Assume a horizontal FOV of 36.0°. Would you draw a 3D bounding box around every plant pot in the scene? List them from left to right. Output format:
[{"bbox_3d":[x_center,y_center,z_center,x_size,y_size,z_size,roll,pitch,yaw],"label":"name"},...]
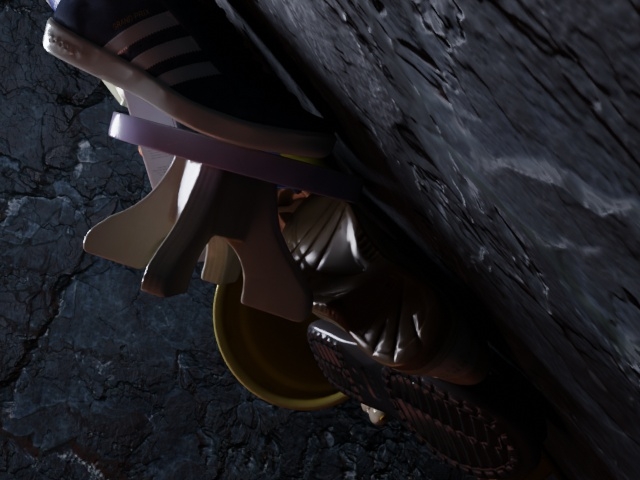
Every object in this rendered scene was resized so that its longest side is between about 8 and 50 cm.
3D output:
[{"bbox_3d":[0.002,0.102,1.420,0.254,0.254,0.239,52,-169,10],"label":"plant pot"}]

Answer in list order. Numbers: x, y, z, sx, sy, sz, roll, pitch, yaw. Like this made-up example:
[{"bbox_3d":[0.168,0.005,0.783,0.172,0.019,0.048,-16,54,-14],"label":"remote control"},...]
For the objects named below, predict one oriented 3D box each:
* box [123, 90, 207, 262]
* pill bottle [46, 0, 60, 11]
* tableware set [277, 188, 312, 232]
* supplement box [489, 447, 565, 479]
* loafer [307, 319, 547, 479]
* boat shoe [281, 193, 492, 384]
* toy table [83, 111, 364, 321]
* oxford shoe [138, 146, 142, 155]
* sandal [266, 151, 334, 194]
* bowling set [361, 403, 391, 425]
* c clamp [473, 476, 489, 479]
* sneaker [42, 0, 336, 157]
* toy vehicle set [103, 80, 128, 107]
[{"bbox_3d":[-0.194,-0.162,1.293,0.232,0.058,0.322,-95,-5,-57],"label":"box"},{"bbox_3d":[-0.346,-0.394,1.523,0.264,0.153,0.153,50,176,35],"label":"pill bottle"},{"bbox_3d":[0.000,0.000,1.251,0.194,0.128,0.039,51,-142,11],"label":"tableware set"},{"bbox_3d":[0.230,0.260,1.249,0.233,0.080,0.078,56,173,-15],"label":"supplement box"},{"bbox_3d":[0.126,0.140,1.116,0.366,0.130,0.134,25,142,51],"label":"loafer"},{"bbox_3d":[0.057,0.054,1.066,0.110,0.121,0.341,30,-170,-35],"label":"boat shoe"},{"bbox_3d":[-0.108,-0.026,1.034,0.274,0.161,0.252,18,-175,22],"label":"toy table"},{"bbox_3d":[-0.212,-0.178,1.779,0.271,0.097,0.098,9,139,19],"label":"oxford shoe"},{"bbox_3d":[-0.106,-0.129,1.244,0.126,0.138,0.317,52,179,-32],"label":"sandal"},{"bbox_3d":[0.097,0.210,1.801,0.200,0.154,0.287,52,176,3],"label":"bowling set"},{"bbox_3d":[0.188,0.250,1.287,0.160,0.137,0.022,59,157,-13],"label":"c clamp"},{"bbox_3d":[-0.123,-0.200,0.988,0.350,0.148,0.131,27,-169,18],"label":"sneaker"},{"bbox_3d":[-0.219,-0.216,1.590,0.267,0.035,0.166,19,-163,-36],"label":"toy vehicle set"}]
